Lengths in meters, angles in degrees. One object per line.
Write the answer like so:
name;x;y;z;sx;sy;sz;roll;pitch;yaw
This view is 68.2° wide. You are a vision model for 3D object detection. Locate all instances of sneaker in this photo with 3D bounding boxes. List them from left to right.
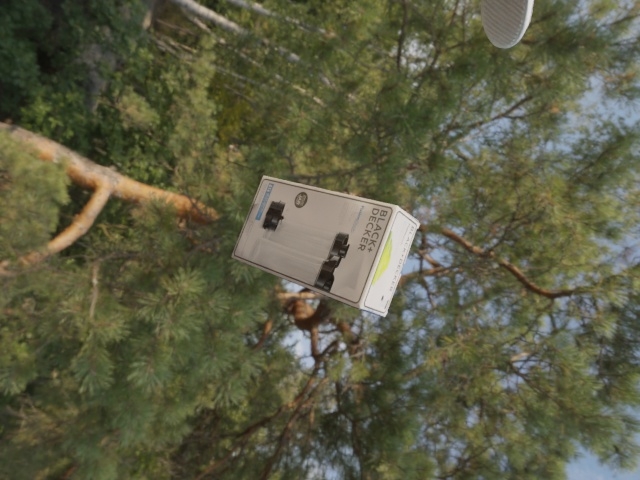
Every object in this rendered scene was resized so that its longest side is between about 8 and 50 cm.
sneaker;0.403;-0.539;0.929;0.102;0.161;0.282;26;-42;39

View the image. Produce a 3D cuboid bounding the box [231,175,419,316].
box;0.000;0.000;0.802;0.290;0.087;0.169;19;-95;37
